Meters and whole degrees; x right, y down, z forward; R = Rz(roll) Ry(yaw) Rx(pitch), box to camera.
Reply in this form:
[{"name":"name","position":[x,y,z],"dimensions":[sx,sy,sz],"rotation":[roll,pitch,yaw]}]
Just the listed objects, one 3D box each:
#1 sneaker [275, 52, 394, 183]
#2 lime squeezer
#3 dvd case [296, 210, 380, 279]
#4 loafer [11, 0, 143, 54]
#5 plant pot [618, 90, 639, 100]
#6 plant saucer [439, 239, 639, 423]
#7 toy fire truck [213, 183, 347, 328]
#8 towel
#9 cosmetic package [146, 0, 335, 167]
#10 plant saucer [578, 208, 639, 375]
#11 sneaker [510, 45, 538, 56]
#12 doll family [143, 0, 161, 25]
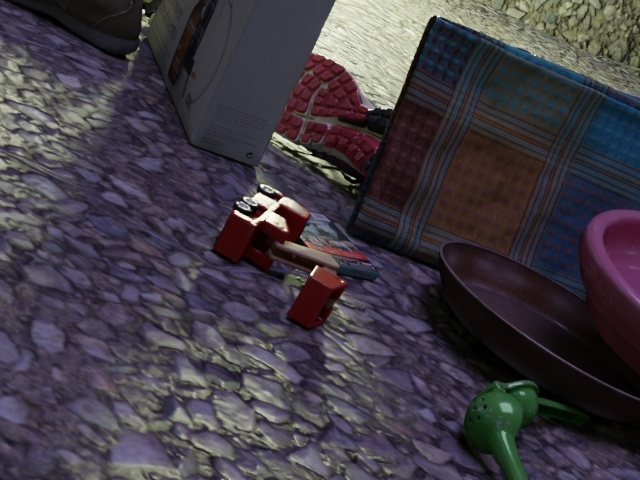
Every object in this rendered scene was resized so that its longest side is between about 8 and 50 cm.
[{"name":"sneaker","position":[0.038,-0.127,1.750],"dimensions":[0.299,0.121,0.112],"rotation":[38,-8,29]},{"name":"lime squeezer","position":[0.185,0.166,1.242],"dimensions":[0.110,0.059,0.310],"rotation":[31,18,8]},{"name":"dvd case","position":[0.000,0.000,1.482],"dimensions":[0.087,0.013,0.119],"rotation":[12,26,-41]},{"name":"loafer","position":[-0.327,-0.326,1.755],"dimensions":[0.251,0.087,0.094],"rotation":[28,18,-2]},{"name":"plant pot","position":[0.355,-0.078,1.836],"dimensions":[0.293,0.196,0.293],"rotation":[15,-1,0]},{"name":"plant saucer","position":[0.250,0.103,1.488],"dimensions":[0.311,0.050,0.310],"rotation":[28,16,-9]},{"name":"toy fire truck","position":[-0.030,0.011,1.356],"dimensions":[0.135,0.047,0.192],"rotation":[31,18,5]},{"name":"towel","position":[0.238,-0.073,1.623],"dimensions":[0.370,0.271,0.040],"rotation":[20,4,-24]},{"name":"cosmetic package","position":[-0.095,-0.298,1.705],"dimensions":[0.097,0.284,0.377],"rotation":[20,20,-24]},{"name":"plant saucer","position":[0.415,0.093,1.505],"dimensions":[0.332,0.084,0.332],"rotation":[23,26,-12]},{"name":"sneaker","position":[0.277,-0.208,2.163],"dimensions":[0.125,0.180,0.321],"rotation":[18,21,-29]},{"name":"doll family","position":[-0.255,-0.358,1.959],"dimensions":[0.193,0.076,0.111],"rotation":[19,39,-39]}]
